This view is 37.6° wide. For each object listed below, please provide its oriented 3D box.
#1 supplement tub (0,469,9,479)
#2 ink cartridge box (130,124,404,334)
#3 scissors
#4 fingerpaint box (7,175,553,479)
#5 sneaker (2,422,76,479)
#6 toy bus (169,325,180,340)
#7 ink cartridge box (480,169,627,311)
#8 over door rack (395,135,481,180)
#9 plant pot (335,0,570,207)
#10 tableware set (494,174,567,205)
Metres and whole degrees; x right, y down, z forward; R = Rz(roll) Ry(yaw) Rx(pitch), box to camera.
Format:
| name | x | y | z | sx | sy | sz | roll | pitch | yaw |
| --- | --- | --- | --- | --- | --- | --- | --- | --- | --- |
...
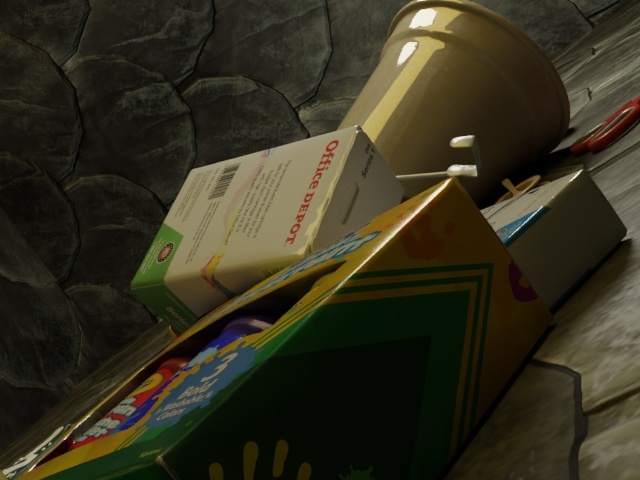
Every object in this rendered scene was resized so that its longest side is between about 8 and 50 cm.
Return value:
| name | x | y | z | sx | sy | sz | roll | pitch | yaw |
| --- | --- | --- | --- | --- | --- | --- | --- | --- | --- |
| supplement tub | -0.433 | 0.305 | 0.955 | 0.241 | 0.331 | 0.241 | -35 | 6 | 4 |
| ink cartridge box | -0.061 | -0.004 | 1.116 | 0.278 | 0.117 | 0.201 | -10 | 44 | 37 |
| scissors | 0.477 | -0.208 | 1.370 | 0.297 | 0.021 | 0.109 | -37 | 3 | -20 |
| fingerpaint box | -0.075 | 0.164 | 0.830 | 0.445 | 0.163 | 0.371 | -29 | 9 | 49 |
| sneaker | -0.479 | 0.397 | 1.689 | 0.153 | 0.094 | 0.235 | -43 | -7 | 16 |
| toy bus | -0.166 | 0.156 | 1.651 | 0.220 | 0.149 | 0.211 | -42 | -5 | -31 |
| ink cartridge box | 0.180 | 0.020 | 0.923 | 0.139 | 0.082 | 0.190 | -39 | 8 | -27 |
| over door rack | 0.051 | 0.018 | 1.182 | 0.324 | 0.108 | 0.239 | -12 | 45 | 37 |
| plant pot | 0.162 | -0.147 | 1.450 | 0.305 | 0.334 | 0.334 | -51 | 11 | -22 |
| tableware set | 0.236 | -0.036 | 1.263 | 0.194 | 0.039 | 0.128 | -40 | 7 | -32 |
